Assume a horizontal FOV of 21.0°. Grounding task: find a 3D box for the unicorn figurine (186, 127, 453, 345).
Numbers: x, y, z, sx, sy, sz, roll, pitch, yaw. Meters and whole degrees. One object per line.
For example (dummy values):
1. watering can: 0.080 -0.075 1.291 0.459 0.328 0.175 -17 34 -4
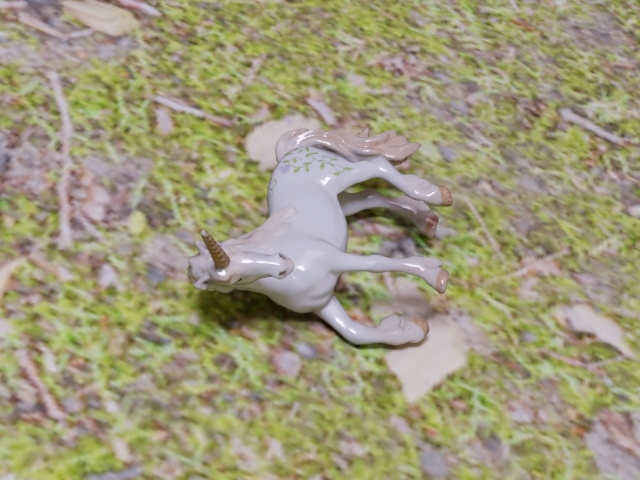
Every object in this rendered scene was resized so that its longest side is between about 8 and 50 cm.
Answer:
1. unicorn figurine: 0.000 0.000 0.745 0.111 0.060 0.162 14 25 -7
